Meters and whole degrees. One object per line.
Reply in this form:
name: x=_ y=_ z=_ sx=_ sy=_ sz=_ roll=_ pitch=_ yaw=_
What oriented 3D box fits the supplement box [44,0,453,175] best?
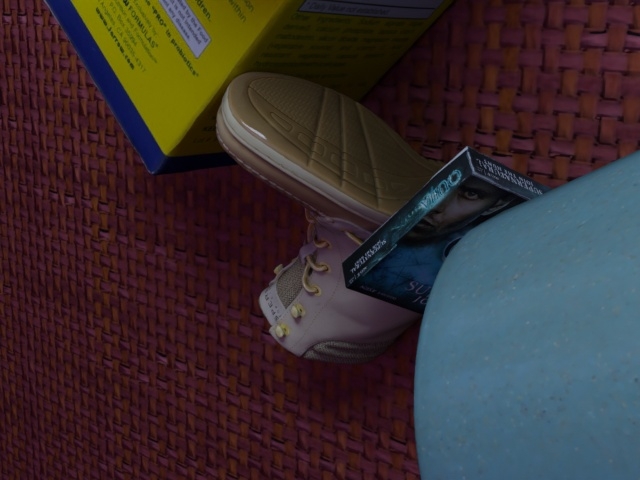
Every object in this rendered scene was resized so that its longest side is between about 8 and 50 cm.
supplement box: x=-0.012 y=-0.236 z=0.625 sx=0.356 sy=0.194 sz=0.195 roll=-43 pitch=72 yaw=35

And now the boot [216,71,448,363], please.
boot: x=0.000 y=0.000 z=0.655 sx=0.203 sy=0.262 sz=0.095 roll=-39 pitch=38 yaw=40

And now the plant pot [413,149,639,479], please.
plant pot: x=0.242 y=0.063 z=0.350 sx=0.334 sy=0.341 sz=0.341 roll=-21 pitch=86 yaw=43

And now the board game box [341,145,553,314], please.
board game box: x=0.126 y=0.015 z=0.586 sx=0.126 sy=0.186 sz=0.026 roll=-46 pitch=38 yaw=36
